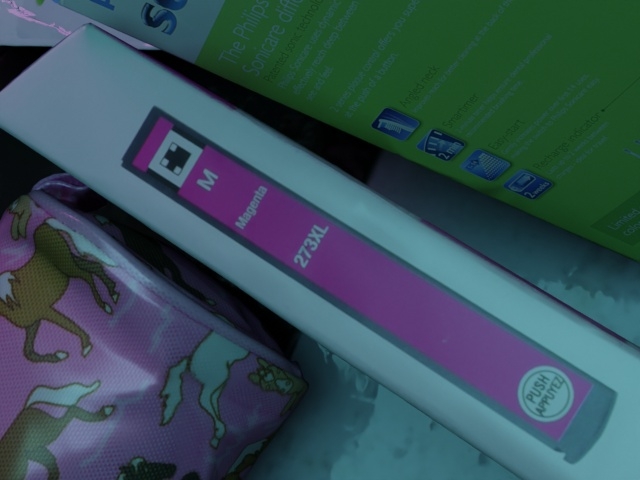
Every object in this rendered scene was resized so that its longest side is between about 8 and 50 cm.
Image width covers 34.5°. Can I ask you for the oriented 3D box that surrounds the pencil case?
[{"bbox_3d":[-0.167,0.162,0.474,0.386,0.167,0.160,-55,31,-3],"label":"pencil case"}]

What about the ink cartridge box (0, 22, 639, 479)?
[{"bbox_3d":[0.000,0.000,0.453,0.371,0.176,0.069,30,93,21],"label":"ink cartridge box"}]

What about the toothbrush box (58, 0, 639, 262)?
[{"bbox_3d":[0.072,-0.130,0.380,0.283,0.206,0.122,21,56,-13],"label":"toothbrush box"}]

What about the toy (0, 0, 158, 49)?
[{"bbox_3d":[-0.102,-0.164,0.590,0.237,0.056,0.137,5,77,10],"label":"toy"}]
